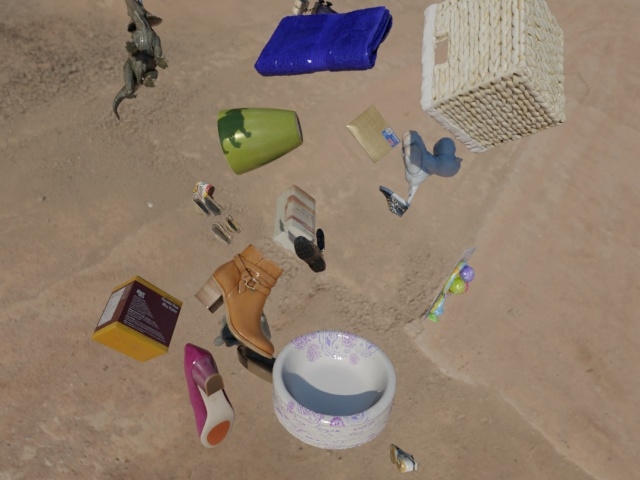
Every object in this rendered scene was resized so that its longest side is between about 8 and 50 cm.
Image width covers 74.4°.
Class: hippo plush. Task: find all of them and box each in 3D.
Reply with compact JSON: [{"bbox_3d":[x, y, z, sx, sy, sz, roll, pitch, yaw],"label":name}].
[{"bbox_3d":[0.475,-0.343,1.783,0.237,0.234,0.293,-6,73,8],"label":"hippo plush"}]

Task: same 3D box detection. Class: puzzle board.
[{"bbox_3d":[0.144,-0.288,1.144,0.096,0.011,0.128,-40,97,-6],"label":"puzzle board"}]

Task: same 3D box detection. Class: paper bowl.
[{"bbox_3d":[0.029,0.357,0.996,0.285,0.147,0.284,3,28,-2],"label":"paper bowl"}]

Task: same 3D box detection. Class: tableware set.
[{"bbox_3d":[-0.264,-0.057,1.086,0.141,0.020,0.168,49,13,-7],"label":"tableware set"}]

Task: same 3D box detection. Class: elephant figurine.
[{"bbox_3d":[-0.328,0.362,1.677,0.240,0.185,0.169,-17,30,-8],"label":"elephant figurine"}]

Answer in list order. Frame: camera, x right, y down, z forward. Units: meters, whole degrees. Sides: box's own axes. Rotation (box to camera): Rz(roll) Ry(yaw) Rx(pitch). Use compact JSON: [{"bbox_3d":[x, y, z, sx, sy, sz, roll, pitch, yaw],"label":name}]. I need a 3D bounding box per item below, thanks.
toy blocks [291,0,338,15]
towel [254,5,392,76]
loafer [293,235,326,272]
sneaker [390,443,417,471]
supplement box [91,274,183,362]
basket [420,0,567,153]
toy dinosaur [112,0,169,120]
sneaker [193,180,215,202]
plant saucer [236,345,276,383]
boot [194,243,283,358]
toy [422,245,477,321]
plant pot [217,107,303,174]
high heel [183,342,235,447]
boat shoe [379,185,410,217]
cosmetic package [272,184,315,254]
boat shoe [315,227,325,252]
[{"bbox_3d":[0.025,-0.692,1.091,0.289,0.308,0.260,-4,50,-38],"label":"toy blocks"},{"bbox_3d":[0.006,-0.497,1.043,0.309,0.076,0.227,5,52,23],"label":"towel"},{"bbox_3d":[-0.042,0.044,1.627,0.076,0.223,0.078,-18,51,16],"label":"loafer"},{"bbox_3d":[0.158,0.418,0.806,0.037,0.083,0.031,4,90,-9],"label":"sneaker"},{"bbox_3d":[-0.582,0.255,1.360,0.191,0.129,0.194,43,35,-35],"label":"supplement box"},{"bbox_3d":[0.470,-0.461,1.135,0.332,0.267,0.327,19,71,-42],"label":"basket"},{"bbox_3d":[-0.451,-0.449,1.065,0.121,0.313,0.160,6,40,-23],"label":"toy dinosaur"},{"bbox_3d":[-0.613,-0.235,2.201,0.093,0.225,0.088,33,52,1],"label":"sneaker"},{"bbox_3d":[-0.201,0.485,1.607,0.278,0.278,0.041,28,84,6],"label":"plant saucer"},{"bbox_3d":[-0.178,0.165,1.171,0.283,0.109,0.220,41,74,14],"label":"boot"},{"bbox_3d":[0.375,0.130,1.169,0.056,0.237,0.137,38,23,23],"label":"toy"},{"bbox_3d":[-0.229,-0.432,1.731,0.294,0.274,0.274,-10,50,9],"label":"plant pot"},{"bbox_3d":[-0.377,0.513,1.392,0.127,0.376,0.181,-14,35,-36],"label":"high heel"},{"bbox_3d":[0.354,-0.196,2.110,0.183,0.083,0.065,36,4,6],"label":"boat shoe"},{"bbox_3d":[-0.116,-0.100,1.949,0.153,0.129,0.295,34,35,-30],"label":"cosmetic package"},{"bbox_3d":[0.002,0.000,2.301,0.049,0.132,0.042,-5,12,-10],"label":"boat shoe"}]
